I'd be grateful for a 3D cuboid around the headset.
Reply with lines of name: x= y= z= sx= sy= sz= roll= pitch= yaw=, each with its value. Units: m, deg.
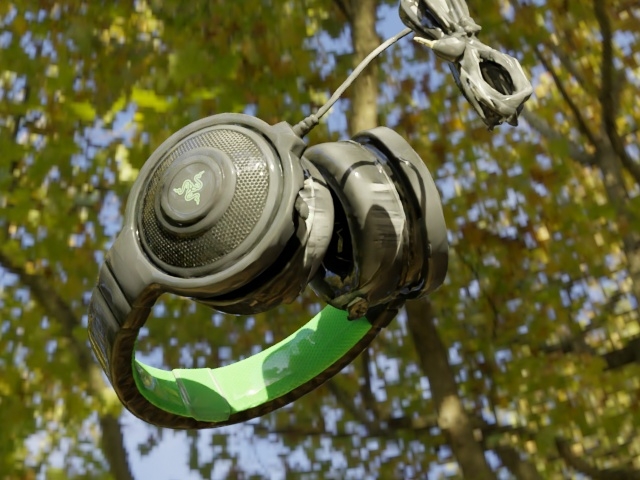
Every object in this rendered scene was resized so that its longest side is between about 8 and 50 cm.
headset: x=0.000 y=0.000 z=1.034 sx=0.243 sy=0.185 sz=0.394 roll=2 pitch=-50 yaw=-40
